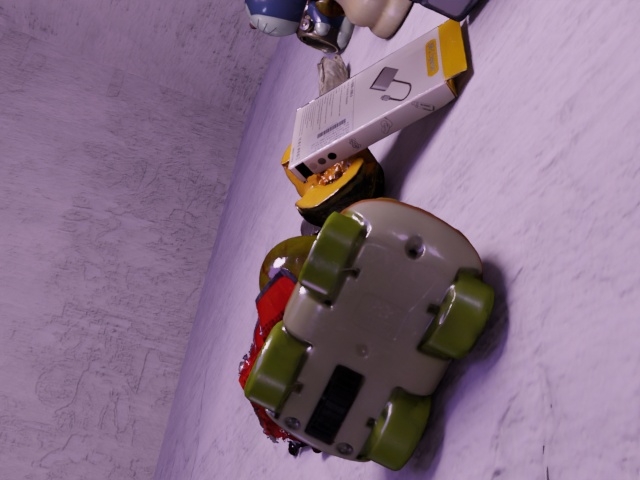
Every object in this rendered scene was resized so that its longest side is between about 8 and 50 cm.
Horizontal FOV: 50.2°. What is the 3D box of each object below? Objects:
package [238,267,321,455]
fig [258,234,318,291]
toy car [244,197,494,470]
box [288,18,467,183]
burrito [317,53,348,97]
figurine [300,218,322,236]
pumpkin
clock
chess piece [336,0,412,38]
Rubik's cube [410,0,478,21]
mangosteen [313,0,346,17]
[{"bbox_3d":[-0.046,0.166,0.820,0.194,0.071,0.269,58,155,11],"label":"package"},{"bbox_3d":[-0.001,0.033,0.909,0.124,0.124,0.236,-65,-4,23],"label":"fig"},{"bbox_3d":[0.048,0.061,0.619,0.235,0.145,0.235,26,-90,-88],"label":"toy car"},{"bbox_3d":[0.069,-0.169,0.830,0.247,0.033,0.129,-25,38,28],"label":"box"},{"bbox_3d":[0.018,-0.286,1.325,0.058,0.063,0.230,-40,34,47],"label":"burrito"},{"bbox_3d":[0.000,0.000,1.027,0.072,0.054,0.129,-56,22,37],"label":"figurine"},{"bbox_3d":[0.025,-0.076,0.898,0.119,0.108,0.183,-31,34,12],"label":"pumpkin"},{"bbox_3d":[-0.050,-0.506,1.513,0.199,0.243,0.147,-132,63,-77],"label":"clock"},{"bbox_3d":[0.006,-0.456,1.095,0.167,0.299,0.167,-160,90,-78],"label":"chess piece"},{"bbox_3d":[0.108,-0.468,0.720,0.293,0.286,0.292,128,158,-53],"label":"Rubik's cube"},{"bbox_3d":[0.036,-0.554,1.355,0.228,0.228,0.266,175,76,-76],"label":"mangosteen"}]
